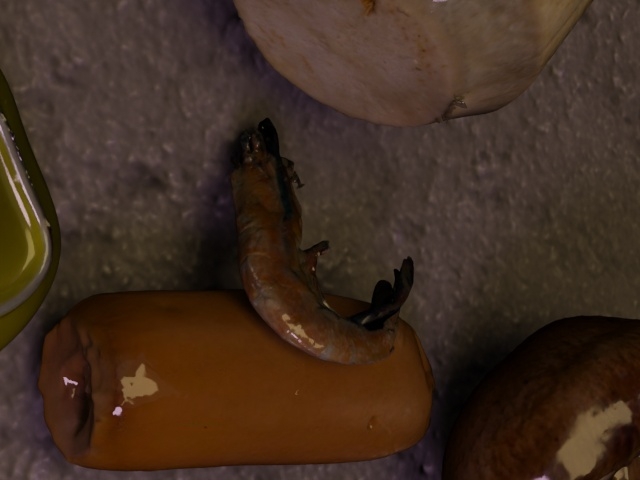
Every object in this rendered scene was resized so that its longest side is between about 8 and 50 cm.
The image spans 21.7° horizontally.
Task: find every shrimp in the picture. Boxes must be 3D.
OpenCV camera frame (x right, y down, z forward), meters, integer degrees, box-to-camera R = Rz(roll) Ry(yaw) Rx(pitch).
[{"bbox_3d":[0.000,0.000,1.236,0.152,0.046,0.219,15,43,-33],"label":"shrimp"}]

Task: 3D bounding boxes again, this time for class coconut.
[{"bbox_3d":[0.081,-0.253,1.231,0.323,0.323,0.323,2,86,-36],"label":"coconut"}]

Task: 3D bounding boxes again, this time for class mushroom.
[{"bbox_3d":[0.203,0.186,1.342,0.283,0.195,0.263,-63,156,-17],"label":"mushroom"}]

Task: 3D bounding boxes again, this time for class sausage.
[{"bbox_3d":[-0.034,0.101,1.232,0.354,0.116,0.134,1,65,-40],"label":"sausage"}]

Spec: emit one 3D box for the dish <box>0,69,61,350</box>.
[{"bbox_3d":[-0.250,-0.027,1.060,0.221,0.108,0.262,-22,108,-41],"label":"dish"}]
